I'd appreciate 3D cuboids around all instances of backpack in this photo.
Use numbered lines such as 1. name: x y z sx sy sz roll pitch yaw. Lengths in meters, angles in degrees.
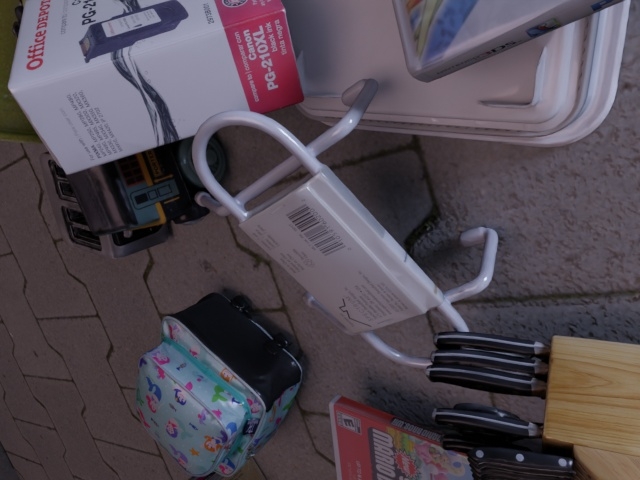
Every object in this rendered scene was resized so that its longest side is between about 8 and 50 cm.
1. backpack: -0.167 0.242 0.841 0.225 0.191 0.253 37 135 18

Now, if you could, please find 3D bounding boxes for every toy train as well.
1. toy train: -0.250 -0.164 0.693 0.142 0.190 0.333 -5 108 39

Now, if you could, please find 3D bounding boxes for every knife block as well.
1. knife block: 0.243 0.133 0.468 0.242 0.276 0.088 54 172 42

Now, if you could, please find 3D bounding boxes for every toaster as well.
1. toaster: -0.350 -0.076 0.871 0.186 0.110 0.168 13 118 34

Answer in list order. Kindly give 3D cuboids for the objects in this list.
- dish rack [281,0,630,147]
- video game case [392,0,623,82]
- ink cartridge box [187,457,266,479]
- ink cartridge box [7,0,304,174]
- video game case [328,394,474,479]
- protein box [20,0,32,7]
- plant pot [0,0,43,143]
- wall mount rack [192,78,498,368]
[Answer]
1. dish rack: 0.086 -0.226 0.479 0.333 0.072 0.285 13 120 35
2. video game case: 0.155 -0.307 0.323 0.300 0.036 0.328 -15 84 36
3. ink cartridge box: -0.233 0.509 0.983 0.193 0.235 0.088 -32 90 42
4. ink cartridge box: -0.156 -0.183 0.523 0.100 0.237 0.172 76 175 -49
5. video game case: 0.140 0.319 0.659 0.285 0.025 0.204 10 117 35
6. protein box: -0.220 -0.364 0.558 0.200 0.201 0.136 -39 82 42
7. plant pot: -0.434 -0.307 0.748 0.276 0.276 0.253 31 116 23
8. wall mount rack: 0.000 0.000 0.581 0.304 0.130 0.350 -26 116 39
